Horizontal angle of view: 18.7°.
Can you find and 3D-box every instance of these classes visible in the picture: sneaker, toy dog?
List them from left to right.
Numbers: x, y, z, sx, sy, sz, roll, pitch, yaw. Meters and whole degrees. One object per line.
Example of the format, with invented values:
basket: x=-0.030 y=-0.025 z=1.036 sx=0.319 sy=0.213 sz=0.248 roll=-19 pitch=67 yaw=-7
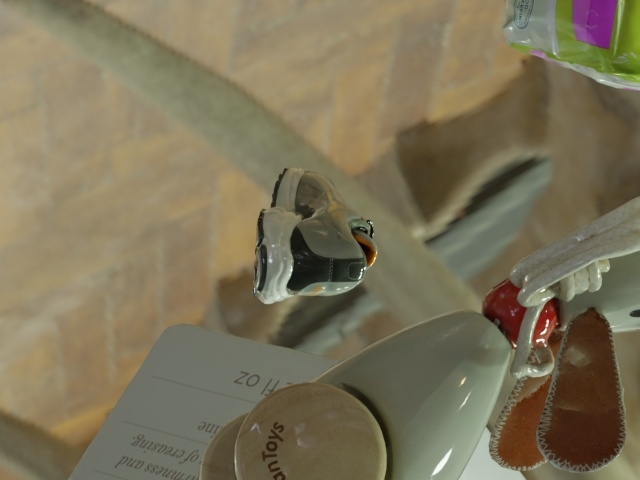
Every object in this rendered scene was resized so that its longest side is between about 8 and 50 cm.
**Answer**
sneaker: x=0.000 y=0.000 z=1.798 sx=0.108 sy=0.100 sz=0.271 roll=5 pitch=-165 yaw=2
toy dog: x=0.091 y=0.116 z=1.108 sx=0.334 sy=0.161 sz=0.220 roll=-29 pitch=175 yaw=8

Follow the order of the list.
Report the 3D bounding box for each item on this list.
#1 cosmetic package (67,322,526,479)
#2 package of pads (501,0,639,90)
cosmetic package: x=-0.032 y=0.334 z=1.583 sx=0.393 sy=0.329 sz=0.327 roll=-58 pitch=133 yaw=-23
package of pads: x=0.235 y=-0.180 z=0.953 sx=0.297 sy=0.101 sz=0.229 roll=-1 pitch=105 yaw=-35
